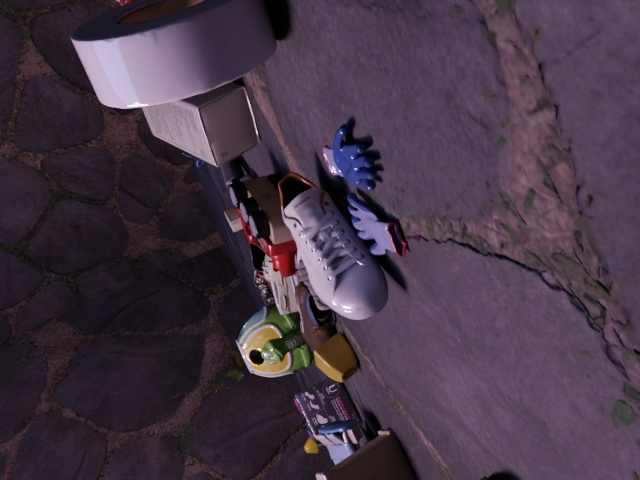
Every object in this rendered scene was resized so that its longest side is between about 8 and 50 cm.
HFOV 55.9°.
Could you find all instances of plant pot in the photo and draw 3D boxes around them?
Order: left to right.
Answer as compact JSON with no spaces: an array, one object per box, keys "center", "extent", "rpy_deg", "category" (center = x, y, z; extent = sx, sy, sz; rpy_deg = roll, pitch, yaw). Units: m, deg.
[{"center":[0.044,0.283,1.417],"extent":[0.083,0.082,0.081],"rpy_deg":[44,158,31],"category":"plant pot"}]

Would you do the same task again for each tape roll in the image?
[{"center":[-0.212,-0.301,0.897],"extent":[0.286,0.286,0.100],"rpy_deg":[48,159,55],"category":"tape roll"}]

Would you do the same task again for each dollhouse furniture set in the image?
[{"center":[0.066,0.602,1.429],"extent":[0.303,0.198,0.286],"rpy_deg":[-31,82,59],"category":"dollhouse furniture set"}]

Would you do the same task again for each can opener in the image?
[{"center":[-0.218,-0.176,1.706],"extent":[0.076,0.095,0.283],"rpy_deg":[44,-165,-42],"category":"can opener"}]

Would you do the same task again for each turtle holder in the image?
[{"center":[-0.134,0.337,1.915],"extent":[0.320,0.228,0.243],"rpy_deg":[46,156,58],"category":"turtle holder"}]

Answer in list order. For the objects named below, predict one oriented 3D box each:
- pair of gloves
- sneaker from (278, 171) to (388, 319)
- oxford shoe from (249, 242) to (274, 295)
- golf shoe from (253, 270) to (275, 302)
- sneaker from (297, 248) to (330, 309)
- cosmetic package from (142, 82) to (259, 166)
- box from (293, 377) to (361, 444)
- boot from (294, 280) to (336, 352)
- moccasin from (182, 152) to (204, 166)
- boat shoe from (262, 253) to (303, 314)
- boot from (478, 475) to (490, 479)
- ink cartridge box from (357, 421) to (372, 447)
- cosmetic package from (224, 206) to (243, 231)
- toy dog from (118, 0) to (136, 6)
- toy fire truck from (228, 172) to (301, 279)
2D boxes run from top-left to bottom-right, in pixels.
[{"center":[0.057,-0.065,0.822],"extent":[0.198,0.023,0.159],"rpy_deg":[69,166,-17],"category":"pair of gloves"},{"center":[0.000,0.000,0.927],"extent":[0.123,0.106,0.290],"rpy_deg":[53,-178,-46],"category":"sneaker"},{"center":[-0.147,0.086,1.722],"extent":[0.097,0.098,0.271],"rpy_deg":[2,125,31],"category":"oxford shoe"},{"center":[-0.169,0.098,1.917],"extent":[0.272,0.105,0.120],"rpy_deg":[92,159,-63],"category":"golf shoe"},{"center":[-0.007,0.036,1.150],"extent":[0.235,0.090,0.094],"rpy_deg":[82,169,-49],"category":"sneaker"},{"center":[-0.291,-0.297,1.403],"extent":[0.296,0.129,0.153],"rpy_deg":[30,143,41],"category":"cosmetic package"},{"center":[0.018,0.518,1.822],"extent":[0.163,0.142,0.247],"rpy_deg":[61,168,16],"category":"box"},{"center":[-0.004,0.207,1.460],"extent":[0.106,0.082,0.219],"rpy_deg":[-163,51,-78],"category":"boot"},{"center":[-0.372,-0.328,1.964],"extent":[0.342,0.138,0.116],"rpy_deg":[-107,-4,-60],"category":"moccasin"},{"center":[-0.105,0.078,1.609],"extent":[0.109,0.094,0.302],"rpy_deg":[45,156,59],"category":"boat shoe"},{"center":[0.253,0.455,0.831],"extent":[0.211,0.104,0.295],"rpy_deg":[52,168,31],"category":"boot"},{"center":[0.164,0.626,1.672],"extent":[0.232,0.066,0.189],"rpy_deg":[49,-176,-47],"category":"ink cartridge box"},{"center":[-0.206,-0.075,1.695],"extent":[0.060,0.115,0.041],"rpy_deg":[53,163,44],"category":"cosmetic package"},{"center":[-0.473,-0.619,1.710],"extent":[0.161,0.220,0.333],"rpy_deg":[-21,-85,-71],"category":"toy dog"},{"center":[-0.086,-0.002,1.321],"extent":[0.217,0.159,0.246],"rpy_deg":[-130,30,-51],"category":"toy fire truck"}]
